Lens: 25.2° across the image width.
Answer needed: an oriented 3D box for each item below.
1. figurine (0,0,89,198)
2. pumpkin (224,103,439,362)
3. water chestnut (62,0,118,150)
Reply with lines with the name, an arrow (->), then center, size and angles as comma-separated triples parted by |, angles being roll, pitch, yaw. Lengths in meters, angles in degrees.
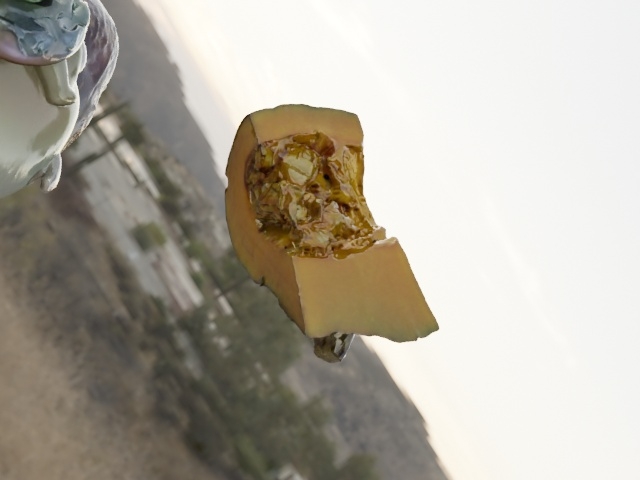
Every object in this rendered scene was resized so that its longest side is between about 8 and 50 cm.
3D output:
figurine -> -0.237, -0.170, 1.038 | 0.227, 0.394, 0.274 | 36, 36, -11
pumpkin -> 0.000, 0.006, 1.297 | 0.126, 0.131, 0.248 | 127, -45, -52
water chestnut -> -0.377, -0.204, 1.669 | 0.289, 0.289, 0.244 | 59, -1, -9
